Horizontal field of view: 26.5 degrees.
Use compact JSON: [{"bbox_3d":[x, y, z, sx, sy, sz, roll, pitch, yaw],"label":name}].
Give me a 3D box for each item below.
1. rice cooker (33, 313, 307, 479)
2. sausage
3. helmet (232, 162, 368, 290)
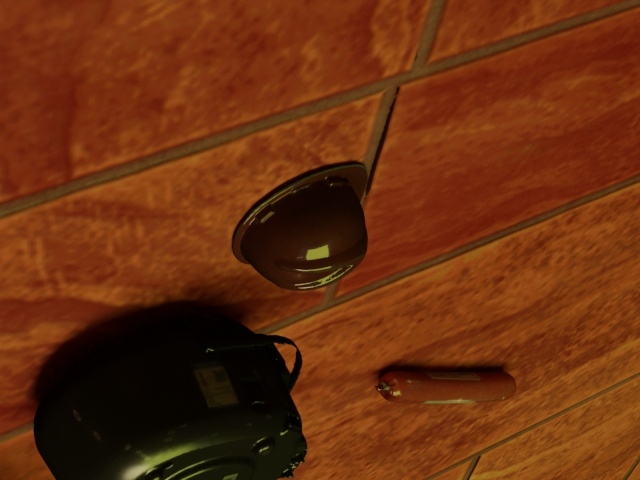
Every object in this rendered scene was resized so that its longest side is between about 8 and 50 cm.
[{"bbox_3d":[-0.100,0.129,0.967,0.203,0.118,0.142,-8,142,-36],"label":"rice cooker"},{"bbox_3d":[0.128,0.144,1.340,0.034,0.034,0.253,-48,151,22],"label":"sausage"},{"bbox_3d":[0.000,0.000,0.945,0.111,0.057,0.089,-27,149,-16],"label":"helmet"}]
